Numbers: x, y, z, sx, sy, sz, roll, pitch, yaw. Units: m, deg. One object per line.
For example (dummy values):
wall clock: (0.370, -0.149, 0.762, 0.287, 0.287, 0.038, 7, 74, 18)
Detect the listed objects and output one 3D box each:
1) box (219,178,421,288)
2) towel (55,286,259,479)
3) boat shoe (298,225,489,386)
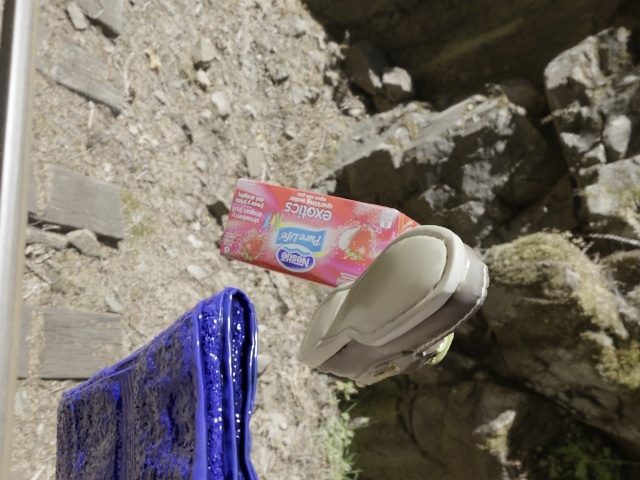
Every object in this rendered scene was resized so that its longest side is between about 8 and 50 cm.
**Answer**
box: (0.000, 0.000, 0.847, 0.128, 0.256, 0.123, 20, 84, -65)
towel: (-0.168, 0.198, 0.538, 0.076, 0.308, 0.228, 20, 50, -37)
boat shoe: (0.075, 0.083, 0.594, 0.096, 0.324, 0.117, 28, 60, -10)
